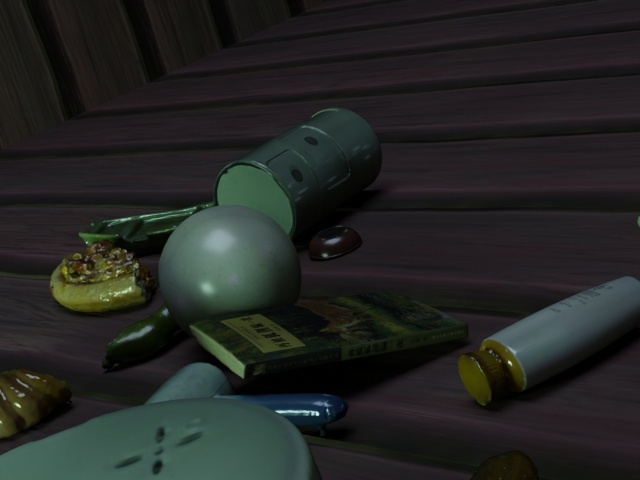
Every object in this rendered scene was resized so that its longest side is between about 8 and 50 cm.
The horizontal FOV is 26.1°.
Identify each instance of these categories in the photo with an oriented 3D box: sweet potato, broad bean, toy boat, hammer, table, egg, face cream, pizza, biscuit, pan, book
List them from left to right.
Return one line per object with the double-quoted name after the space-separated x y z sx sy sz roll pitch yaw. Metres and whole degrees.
-0.357 0.170 1.473 0.183 0.061 0.118 -4 23 36 "biscuit"
-0.290 0.045 1.794 0.127 0.058 0.246 -22 20 -14 "pizza"
-0.192 -0.026 1.924 0.293 0.055 0.093 -13 17 17 "toy boat"
-0.144 0.075 1.580 0.256 0.052 0.053 -33 -19 -34 "broad bean"
-0.098 0.037 1.470 0.151 0.151 0.209 -20 7 -8 "egg"
-0.066 0.155 1.227 0.193 0.070 0.116 -4 20 25 "hammer"
-0.027 -0.082 1.808 0.126 0.126 0.220 -5 19 37 "table"
0.000 -0.001 1.704 0.068 0.023 0.115 -32 22 -36 "pan"
0.006 0.088 1.326 0.228 0.024 0.160 -7 13 -22 "book"
0.098 0.199 0.944 0.054 0.053 0.182 40 53 23 "sweet potato"
0.204 0.084 1.191 0.182 0.051 0.072 -24 19 -22 "face cream"

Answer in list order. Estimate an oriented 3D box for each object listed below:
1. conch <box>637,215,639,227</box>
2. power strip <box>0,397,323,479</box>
0.418 -0.003 0.925 0.368 0.197 0.249 28 20 9 "conch"
-0.135 0.250 0.820 0.357 0.161 0.357 -18 18 6 "power strip"
